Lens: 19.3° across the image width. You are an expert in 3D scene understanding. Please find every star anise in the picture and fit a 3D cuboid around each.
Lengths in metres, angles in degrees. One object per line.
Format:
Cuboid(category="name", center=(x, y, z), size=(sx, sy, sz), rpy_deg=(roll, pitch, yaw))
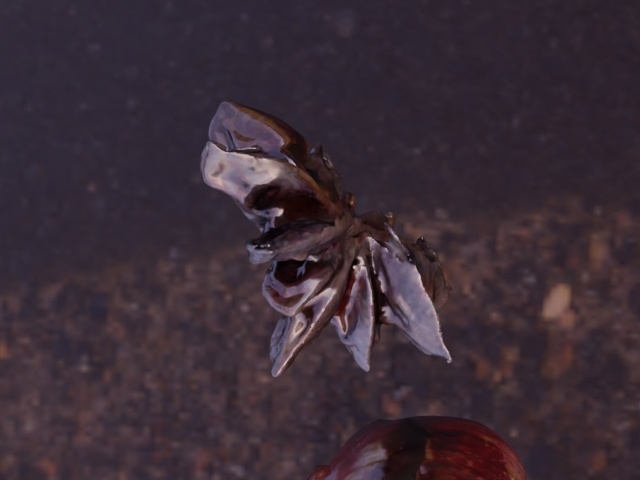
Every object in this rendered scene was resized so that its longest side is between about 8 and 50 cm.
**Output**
Cuboid(category="star anise", center=(-0.001, 0.002, 1.519), size=(0.129, 0.283, 0.212), rpy_deg=(-31, 47, 22))

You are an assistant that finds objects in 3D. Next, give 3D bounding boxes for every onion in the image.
Cuboid(category="onion", center=(0.067, 0.258, 1.630), size=(0.246, 0.190, 0.246), rpy_deg=(-55, 6, 9))
